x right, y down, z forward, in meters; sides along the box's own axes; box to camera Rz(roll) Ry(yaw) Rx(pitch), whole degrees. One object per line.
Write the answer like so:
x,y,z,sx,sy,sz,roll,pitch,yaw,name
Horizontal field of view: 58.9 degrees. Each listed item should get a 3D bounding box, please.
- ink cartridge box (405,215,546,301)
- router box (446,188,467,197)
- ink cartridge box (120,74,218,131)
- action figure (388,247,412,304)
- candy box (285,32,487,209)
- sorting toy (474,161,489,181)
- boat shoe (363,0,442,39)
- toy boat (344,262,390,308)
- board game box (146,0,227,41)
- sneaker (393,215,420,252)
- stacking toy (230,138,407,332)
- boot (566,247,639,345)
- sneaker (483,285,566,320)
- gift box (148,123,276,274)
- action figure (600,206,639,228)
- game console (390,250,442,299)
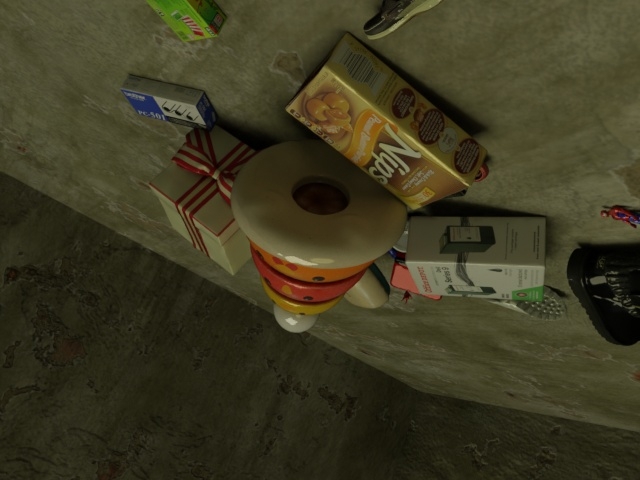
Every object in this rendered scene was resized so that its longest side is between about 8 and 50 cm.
0.353,0.043,1.283,0.289,0.122,0.211,1,155,21,ink cartridge box
0.230,-0.126,1.175,0.092,0.038,0.122,35,157,-34,router box
-0.348,-0.316,1.308,0.207,0.046,0.097,17,159,18,ink cartridge box
0.233,0.085,1.600,0.280,0.139,0.091,31,161,-30,action figure
0.111,-0.195,0.999,0.316,0.088,0.183,37,159,-13,candy box
0.273,-0.154,1.066,0.102,0.042,0.061,43,139,-19,sorting toy
0.110,-0.325,0.768,0.049,0.056,0.152,39,146,-27,boat shoe
0.062,0.069,1.667,0.267,0.148,0.318,49,159,-27,toy boat
-0.250,-0.414,0.939,0.092,0.043,0.181,7,156,38,board game box
0.178,-0.046,1.405,0.228,0.086,0.132,21,158,-25,sneaker
-0.022,0.053,1.258,0.350,0.351,0.480,19,137,10,stacking toy
0.707,0.133,1.189,0.348,0.131,0.260,37,156,-34,boot
0.542,0.154,1.532,0.235,0.090,0.095,20,174,21,sneaker
-0.230,-0.121,1.373,0.255,0.276,0.258,31,158,15,gift box
0.575,-0.040,1.037,0.115,0.030,0.038,15,165,27,action figure
0.271,0.071,1.510,0.144,0.124,0.085,17,151,15,game console
